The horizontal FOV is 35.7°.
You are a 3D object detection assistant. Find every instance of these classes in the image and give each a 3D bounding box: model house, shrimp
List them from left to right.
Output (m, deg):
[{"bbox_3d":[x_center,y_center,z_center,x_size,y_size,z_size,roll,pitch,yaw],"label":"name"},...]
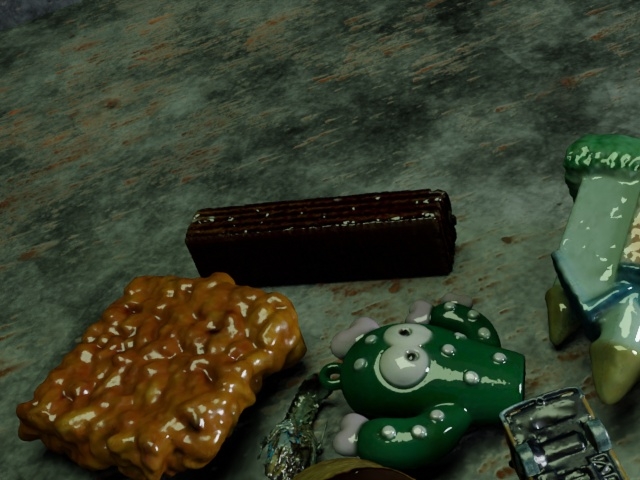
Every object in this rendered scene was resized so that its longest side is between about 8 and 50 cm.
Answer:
[{"bbox_3d":[-0.025,0.241,1.183,0.082,0.076,0.174,30,41,-5],"label":"shrimp"},{"bbox_3d":[0.380,0.064,1.152,0.267,0.194,0.325,12,61,30],"label":"model house"}]

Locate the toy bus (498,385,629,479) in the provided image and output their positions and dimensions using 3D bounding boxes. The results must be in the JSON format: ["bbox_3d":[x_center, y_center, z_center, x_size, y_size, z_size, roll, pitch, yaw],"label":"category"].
[{"bbox_3d":[0.259,0.256,0.986,0.098,0.114,0.201,-20,43,0],"label":"toy bus"}]

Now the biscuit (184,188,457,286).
[{"bbox_3d":[0.000,0.000,1.413,0.388,0.107,0.073,-5,40,17],"label":"biscuit"}]

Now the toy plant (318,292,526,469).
[{"bbox_3d":[0.116,0.160,1.166,0.243,0.112,0.232,-15,39,-5],"label":"toy plant"}]

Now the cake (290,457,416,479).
[{"bbox_3d":[0.039,0.318,0.983,0.207,0.178,0.185,32,77,7],"label":"cake"}]

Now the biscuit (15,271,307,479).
[{"bbox_3d":[-0.201,0.170,1.291,0.318,0.110,0.312,9,44,31],"label":"biscuit"}]
